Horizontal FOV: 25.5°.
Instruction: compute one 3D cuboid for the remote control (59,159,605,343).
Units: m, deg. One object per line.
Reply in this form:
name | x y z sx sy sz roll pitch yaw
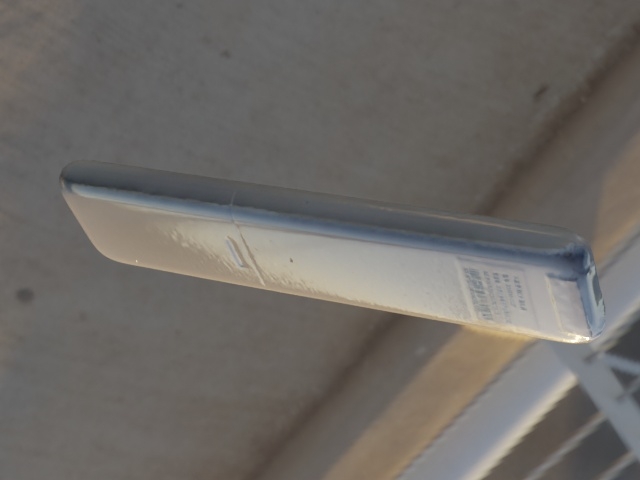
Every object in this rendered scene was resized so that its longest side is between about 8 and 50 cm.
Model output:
remote control | 0.000 0.000 0.637 0.261 0.029 0.067 9 145 26
